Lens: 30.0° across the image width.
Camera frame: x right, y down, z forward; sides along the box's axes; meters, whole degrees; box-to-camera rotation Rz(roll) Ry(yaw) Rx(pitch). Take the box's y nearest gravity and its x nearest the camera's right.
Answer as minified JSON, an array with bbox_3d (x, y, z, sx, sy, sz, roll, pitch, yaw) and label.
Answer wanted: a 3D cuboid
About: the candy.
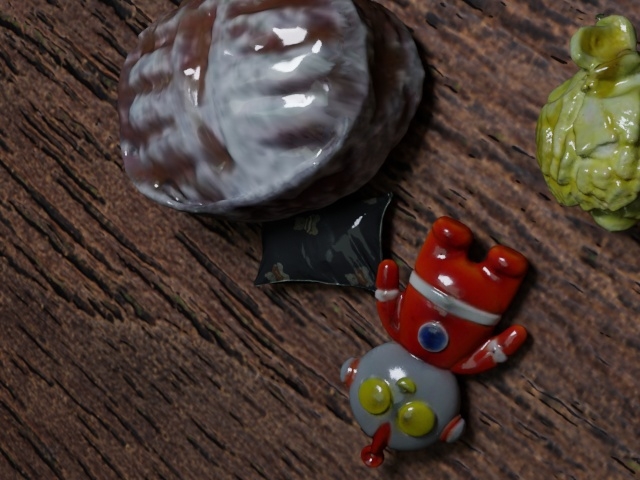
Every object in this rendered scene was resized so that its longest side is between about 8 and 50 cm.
[{"bbox_3d":[-0.058,-0.128,1.074,0.289,0.157,0.214,-15,78,31],"label":"candy"}]

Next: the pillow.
[{"bbox_3d":[0.000,0.000,1.117,0.150,0.048,0.090,2,100,34],"label":"pillow"}]

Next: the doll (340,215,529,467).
[{"bbox_3d":[0.091,0.101,1.056,0.142,0.076,0.245,30,106,11],"label":"doll"}]

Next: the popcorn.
[{"bbox_3d":[0.228,-0.082,0.914,0.135,0.141,0.162,-18,125,30],"label":"popcorn"}]
